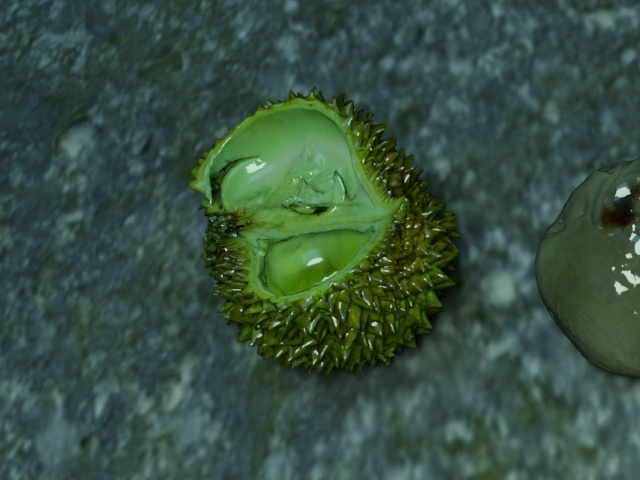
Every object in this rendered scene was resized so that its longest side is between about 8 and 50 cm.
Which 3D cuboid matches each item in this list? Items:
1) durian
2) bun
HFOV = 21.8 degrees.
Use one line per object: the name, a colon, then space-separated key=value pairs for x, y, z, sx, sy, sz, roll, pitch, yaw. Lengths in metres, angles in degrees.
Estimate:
durian: x=0.002 y=0.003 z=1.319 sx=0.200 sy=0.176 sz=0.237 roll=-33 pitch=49 yaw=-8
bun: x=0.239 y=0.007 z=1.205 sx=0.173 sy=0.113 sz=0.166 roll=-45 pitch=45 yaw=-3
